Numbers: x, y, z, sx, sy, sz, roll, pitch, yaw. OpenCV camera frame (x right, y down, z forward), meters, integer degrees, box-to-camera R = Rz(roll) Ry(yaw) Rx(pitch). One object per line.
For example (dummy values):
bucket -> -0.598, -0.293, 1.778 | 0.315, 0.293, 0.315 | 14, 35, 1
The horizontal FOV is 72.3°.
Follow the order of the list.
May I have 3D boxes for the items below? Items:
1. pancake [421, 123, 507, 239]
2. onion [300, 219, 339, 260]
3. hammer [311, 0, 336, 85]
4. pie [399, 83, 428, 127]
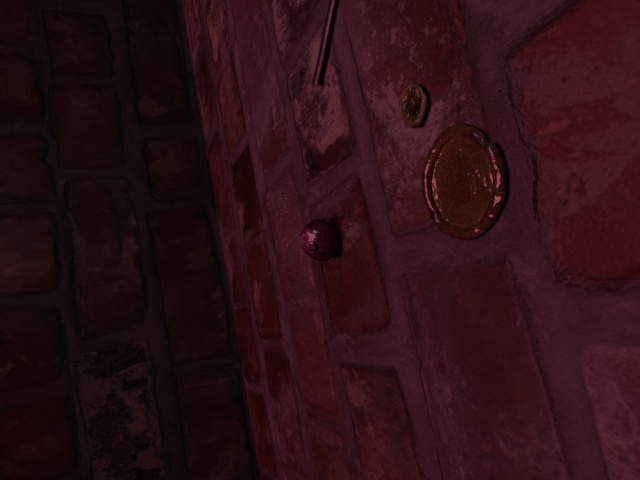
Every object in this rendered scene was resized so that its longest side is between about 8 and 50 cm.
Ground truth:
pancake -> 0.240, -0.098, 0.750 | 0.199, 0.021, 0.199 | 26, 120, 59
onion -> 0.000, 0.000, 1.207 | 0.104, 0.115, 0.115 | -43, -42, -65
hammer -> 0.017, -0.533, 1.096 | 0.125, 0.027, 0.297 | 56, 144, 43
pie -> 0.177, -0.259, 0.842 | 0.085, 0.017, 0.085 | 26, 119, 60
